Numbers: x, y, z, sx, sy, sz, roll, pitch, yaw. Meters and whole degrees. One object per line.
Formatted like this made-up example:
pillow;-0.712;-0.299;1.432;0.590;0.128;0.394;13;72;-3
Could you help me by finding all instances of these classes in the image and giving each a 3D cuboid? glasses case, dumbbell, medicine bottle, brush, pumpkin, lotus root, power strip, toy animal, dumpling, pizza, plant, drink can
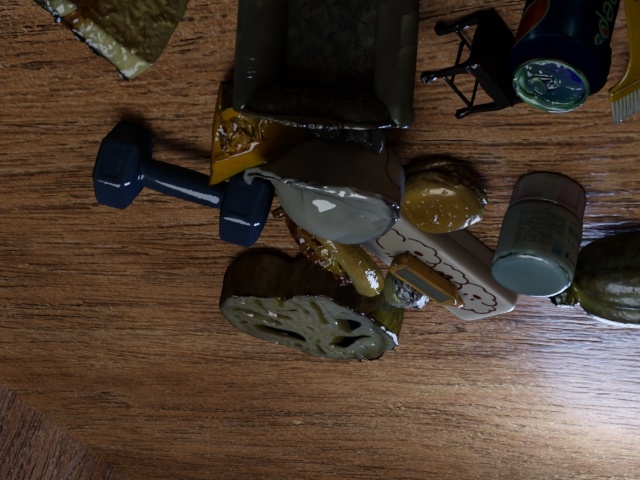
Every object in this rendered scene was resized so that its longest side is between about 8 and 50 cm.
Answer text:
glasses case;0.213;0.028;2.120;0.336;0.076;0.144;35;147;-27
dumbbell;-0.246;-0.103;2.096;0.324;0.144;0.160;18;149;4
medicine bottle;0.357;-0.010;1.878;0.135;0.169;0.135;13;150;8
brush;0.419;-0.256;1.513;0.103;0.013;0.272;-29;146;-1
pumpkin;-0.098;-0.193;1.924;0.163;0.111;0.278;3;153;-10
lotus root;-0.016;0.152;2.440;0.390;0.111;0.375;5;150;17
lotus root;0.533;0.068;1.930;0.309;0.173;0.173;3;147;26
power strip;0.199;0.078;2.103;0.178;0.028;0.049;34;147;-24
toy animal;0.173;0.073;2.214;0.098;0.098;0.137;15;129;7
dumpling;0.006;-0.094;1.859;0.260;0.341;0.181;11;122;-5
pizza;0.000;0.000;2.110;0.228;0.081;0.289;42;177;43
plant;0.032;-0.215;1.750;0.203;0.142;0.131;28;134;-8
drink can;0.306;-0.265;1.438;0.118;0.205;0.118;14;150;8

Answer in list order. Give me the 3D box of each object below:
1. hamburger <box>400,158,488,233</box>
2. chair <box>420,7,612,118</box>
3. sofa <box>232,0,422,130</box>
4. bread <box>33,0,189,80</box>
hamburger;0.201;-0.075;1.949;0.147;0.083;0.138;-15;132;40
chair;0.270;-0.251;1.589;0.229;0.106;0.113;-9;142;38
sofa;0.010;-0.258;1.571;0.258;0.200;0.182;8;-169;19
bread;-0.333;-0.367;1.601;0.198;0.236;0.263;-13;138;43
